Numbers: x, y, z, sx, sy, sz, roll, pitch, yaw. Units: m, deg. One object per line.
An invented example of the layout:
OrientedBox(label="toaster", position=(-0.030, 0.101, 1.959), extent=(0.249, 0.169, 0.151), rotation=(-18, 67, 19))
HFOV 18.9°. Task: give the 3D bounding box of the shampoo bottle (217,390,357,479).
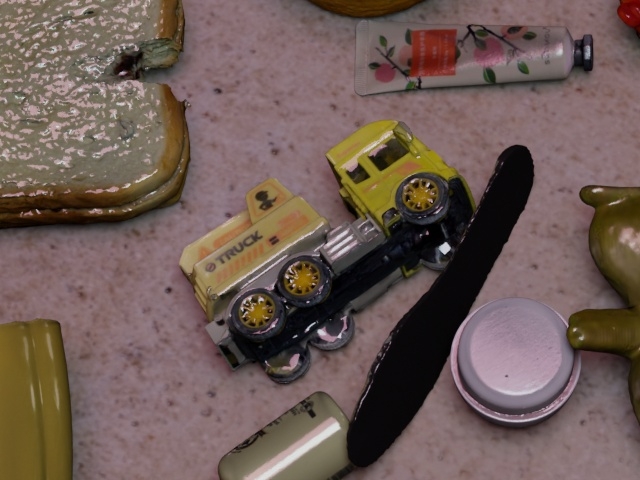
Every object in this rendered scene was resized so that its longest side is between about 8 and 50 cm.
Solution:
OrientedBox(label="shampoo bottle", position=(-0.042, 0.209, 1.730), extent=(0.162, 0.079, 0.079), rotation=(-34, 71, -7))

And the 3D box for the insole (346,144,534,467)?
OrientedBox(label="insole", position=(0.112, 0.058, 1.757), extent=(0.009, 0.119, 0.348), rotation=(19, 68, 30))

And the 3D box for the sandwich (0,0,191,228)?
OrientedBox(label="sandwich", position=(-0.250, -0.145, 1.869), extent=(0.249, 0.095, 0.273), rotation=(-4, 69, 0))

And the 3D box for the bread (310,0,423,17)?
OrientedBox(label="bread", position=(0.040, -0.339, 1.889), extent=(0.268, 0.145, 0.268), rotation=(-3, 70, 8))

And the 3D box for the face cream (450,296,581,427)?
OrientedBox(label="face cream", position=(0.176, 0.112, 1.733), extent=(0.117, 0.104, 0.117), rotation=(-1, 71, 4))

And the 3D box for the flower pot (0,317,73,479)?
OrientedBox(label="flower pot", position=(-0.310, 0.179, 1.718), extent=(0.195, 0.195, 0.179), rotation=(-13, 82, 0))

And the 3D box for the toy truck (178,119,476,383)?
OrientedBox(label="toy truck", position=(0.000, 0.000, 1.783), extent=(0.272, 0.124, 0.157), rotation=(-35, 61, -4))

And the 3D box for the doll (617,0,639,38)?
OrientedBox(label="doll", position=(0.374, -0.242, 1.858), extent=(0.217, 0.085, 0.183), rotation=(-36, 72, -26))

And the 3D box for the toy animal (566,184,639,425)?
OrientedBox(label="toy animal", position=(0.331, 0.103, 1.679), extent=(0.181, 0.180, 0.363), rotation=(-13, 62, 30))

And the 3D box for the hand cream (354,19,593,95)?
OrientedBox(label="hand cream", position=(0.148, -0.182, 1.877), extent=(0.234, 0.050, 0.080), rotation=(-1, 74, 11))
